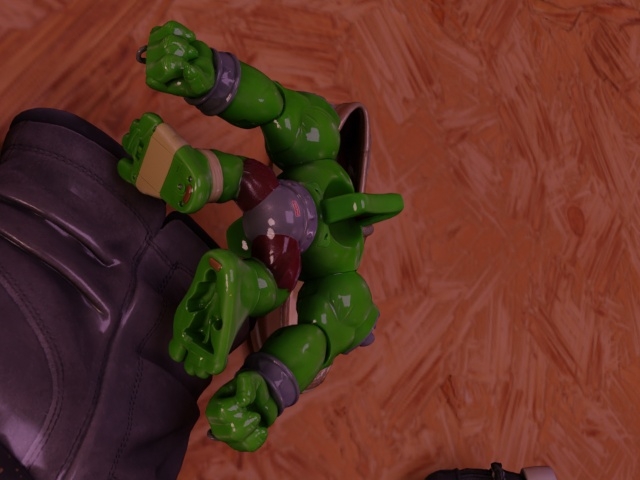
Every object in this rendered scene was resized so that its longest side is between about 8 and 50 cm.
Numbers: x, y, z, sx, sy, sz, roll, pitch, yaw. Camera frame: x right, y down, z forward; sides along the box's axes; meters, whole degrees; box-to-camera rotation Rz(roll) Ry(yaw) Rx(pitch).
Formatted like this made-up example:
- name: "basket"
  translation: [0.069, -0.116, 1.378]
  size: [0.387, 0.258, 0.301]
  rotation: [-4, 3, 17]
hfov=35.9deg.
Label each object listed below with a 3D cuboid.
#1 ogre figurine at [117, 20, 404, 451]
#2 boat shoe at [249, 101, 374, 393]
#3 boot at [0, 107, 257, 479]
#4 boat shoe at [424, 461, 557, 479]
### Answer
- name: "ogre figurine"
  translation: [-0.025, -0.005, 0.497]
  size: [0.118, 0.097, 0.197]
  rotation: [-6, 64, -46]
- name: "boat shoe"
  translation: [0.000, 0.000, 0.620]
  size: [0.068, 0.072, 0.190]
  rotation: [14, 72, -38]
- name: "boot"
  translation: [-0.085, 0.110, 0.505]
  size: [0.338, 0.118, 0.223]
  rotation: [59, 40, -25]
- name: "boat shoe"
  translation: [0.114, 0.300, 0.647]
  size: [0.114, 0.091, 0.303]
  rotation: [66, 23, -75]
